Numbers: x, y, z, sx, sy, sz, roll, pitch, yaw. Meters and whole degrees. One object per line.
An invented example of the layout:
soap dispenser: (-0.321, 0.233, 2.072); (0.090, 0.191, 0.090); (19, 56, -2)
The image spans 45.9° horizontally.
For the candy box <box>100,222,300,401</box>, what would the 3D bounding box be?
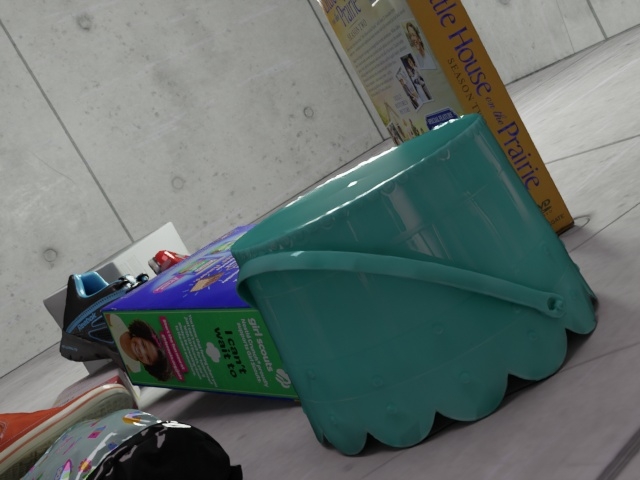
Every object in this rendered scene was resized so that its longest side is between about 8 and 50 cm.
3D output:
candy box: (-0.064, 0.068, 0.926); (0.317, 0.122, 0.268); (-8, 19, 43)

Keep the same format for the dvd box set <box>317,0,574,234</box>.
dvd box set: (0.131, -0.192, 0.951); (0.062, 0.420, 0.307); (-31, 7, -8)

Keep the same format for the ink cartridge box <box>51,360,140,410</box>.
ink cartridge box: (-0.340, 0.246, 1.153); (0.115, 0.067, 0.198); (-30, 9, -8)

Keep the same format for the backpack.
backpack: (-0.170, 0.209, 0.617); (0.152, 0.115, 0.182); (-39, 9, -38)

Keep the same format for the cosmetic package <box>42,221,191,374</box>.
cosmetic package: (-0.345, 0.117, 1.461); (0.156, 0.217, 0.385); (-28, 6, 8)

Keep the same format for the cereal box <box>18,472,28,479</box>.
cereal box: (-0.280, 0.278, 0.805); (0.240, 0.047, 0.173); (-22, 10, 40)

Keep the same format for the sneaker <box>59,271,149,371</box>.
sneaker: (-0.269, 0.122, 1.135); (0.340, 0.140, 0.125); (2, 5, 29)

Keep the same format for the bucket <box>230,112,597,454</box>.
bucket: (0.068, 0.028, 0.648); (0.281, 0.183, 0.281); (-29, 8, 4)

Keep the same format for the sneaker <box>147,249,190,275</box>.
sneaker: (-0.142, 0.037, 1.150); (0.279, 0.107, 0.118); (15, -70, -54)

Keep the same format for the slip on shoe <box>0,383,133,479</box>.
slip on shoe: (-0.399, 0.266, 0.996); (0.331, 0.101, 0.123); (-30, -28, 10)
